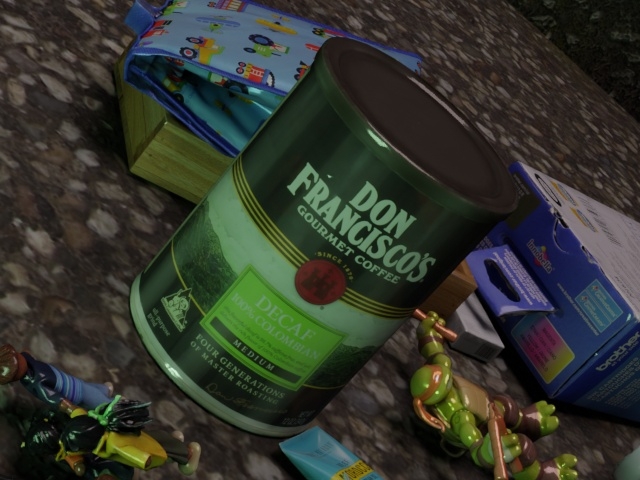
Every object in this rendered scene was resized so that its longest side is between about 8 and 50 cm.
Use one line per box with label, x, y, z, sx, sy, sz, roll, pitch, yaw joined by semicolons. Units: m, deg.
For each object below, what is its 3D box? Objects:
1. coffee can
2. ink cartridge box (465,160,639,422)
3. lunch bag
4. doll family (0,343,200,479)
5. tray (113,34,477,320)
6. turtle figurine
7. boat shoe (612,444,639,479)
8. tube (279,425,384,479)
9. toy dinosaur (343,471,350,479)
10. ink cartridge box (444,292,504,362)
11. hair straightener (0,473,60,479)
coffee can;0.000;0.000;1.148;0.201;0.275;0.201;33;24;-17
ink cartridge box;0.327;0.069;1.678;0.395;0.151;0.270;22;29;-48
lunch bag;-0.060;-0.163;1.378;0.293;0.138;0.221;28;27;-6
doll family;-0.152;0.128;0.914;0.193;0.076;0.111;19;-3;43
tray;-0.027;-0.067;1.488;0.411;0.076;0.203;26;27;-30
turtle figurine;0.154;0.176;1.320;0.217;0.087;0.269;34;14;-35
boat shoe;0.431;0.273;1.559;0.302;0.109;0.094;14;37;-52
tube;0.055;0.230;1.128;0.207;0.052;0.080;41;13;16
toy dinosaur;0.013;0.300;0.884;0.160;0.121;0.313;28;32;12
ink cartridge box;0.159;0.084;1.565;0.063;0.029;0.115;25;26;-33
hair straightener;-0.177;0.181;0.869;0.230;0.047;0.089;22;3;-28
